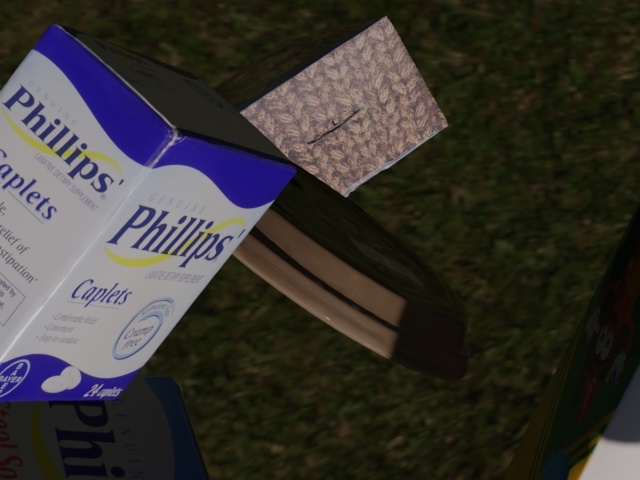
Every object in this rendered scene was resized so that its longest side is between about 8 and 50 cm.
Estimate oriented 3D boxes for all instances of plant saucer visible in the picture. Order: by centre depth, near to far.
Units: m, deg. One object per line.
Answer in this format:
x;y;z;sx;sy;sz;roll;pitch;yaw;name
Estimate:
0.000;0.000;1.301;0.278;0.278;0.041;40;100;19;plant saucer

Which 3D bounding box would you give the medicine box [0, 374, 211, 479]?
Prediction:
-0.219;0.234;1.262;0.263;0.289;0.149;-115;28;-50;medicine box

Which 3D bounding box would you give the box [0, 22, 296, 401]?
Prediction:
-0.096;-0.006;0.754;0.072;0.126;0.137;41;101;18;box

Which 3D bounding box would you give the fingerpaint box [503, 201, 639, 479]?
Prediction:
0.420;0.154;1.462;0.445;0.163;0.371;15;120;-9;fingerpaint box

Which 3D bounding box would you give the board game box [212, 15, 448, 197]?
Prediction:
-0.038;-0.122;2.066;0.141;0.232;0.291;59;160;-12;board game box
